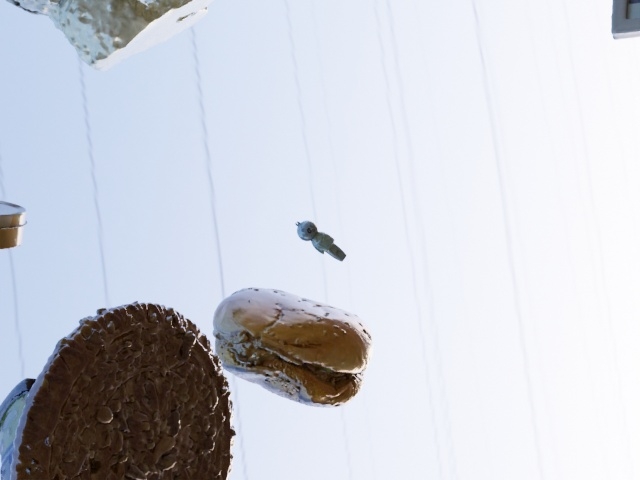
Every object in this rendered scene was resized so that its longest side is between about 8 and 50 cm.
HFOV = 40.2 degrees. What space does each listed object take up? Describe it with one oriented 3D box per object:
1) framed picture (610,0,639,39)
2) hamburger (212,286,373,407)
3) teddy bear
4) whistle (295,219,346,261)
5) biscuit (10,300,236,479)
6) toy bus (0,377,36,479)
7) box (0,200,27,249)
[{"bbox_3d":[0.295,-0.208,0.562,0.015,0.203,0.150,33,-119,-58],"label":"framed picture"},{"bbox_3d":[-0.053,0.183,1.547,0.314,0.290,0.170,-13,-63,-85],"label":"hamburger"},{"bbox_3d":[-0.427,-0.515,1.614,0.375,0.327,0.362,-40,-81,-27],"label":"teddy bear"},{"bbox_3d":[0.000,0.000,1.416,0.100,0.035,0.035,37,-129,-10],"label":"whistle"},{"bbox_3d":[-0.178,0.209,0.869,0.305,0.038,0.305,6,-98,-58],"label":"biscuit"},{"bbox_3d":[-0.293,0.294,1.211,0.288,0.138,0.175,13,-132,-35],"label":"toy bus"},{"bbox_3d":[-0.344,-0.018,0.860,0.105,0.106,0.037,-5,-74,-53],"label":"box"}]
